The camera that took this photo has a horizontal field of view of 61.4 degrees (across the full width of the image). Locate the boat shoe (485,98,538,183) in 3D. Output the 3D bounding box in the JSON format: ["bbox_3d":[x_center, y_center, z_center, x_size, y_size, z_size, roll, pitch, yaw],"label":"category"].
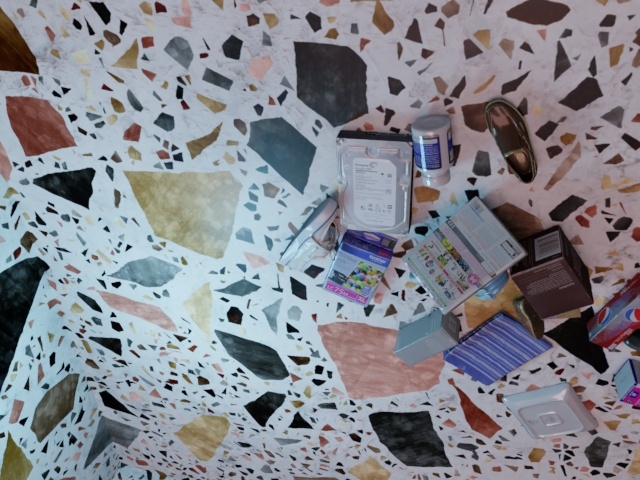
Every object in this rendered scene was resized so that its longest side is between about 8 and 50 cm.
[{"bbox_3d":[0.534,-0.268,1.482,0.095,0.095,0.257,-25,115,32],"label":"boat shoe"}]

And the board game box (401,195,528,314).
[{"bbox_3d":[0.436,0.048,1.648,0.303,0.097,0.224,-41,74,19],"label":"board game box"}]

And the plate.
[{"bbox_3d":[0.905,0.691,2.126,0.278,0.045,0.277,-26,115,33],"label":"plate"}]

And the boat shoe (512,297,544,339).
[{"bbox_3d":[0.719,0.268,1.860,0.178,0.064,0.060,57,157,-21],"label":"boat shoe"}]

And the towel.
[{"bbox_3d":[0.648,0.414,2.005,0.243,0.040,0.336,34,129,-9],"label":"towel"}]

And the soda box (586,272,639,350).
[{"bbox_3d":[0.970,0.231,1.717,0.083,0.092,0.263,25,131,0],"label":"soda box"}]

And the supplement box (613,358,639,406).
[{"bbox_3d":[1.158,0.513,1.859,0.220,0.114,0.111,15,129,5],"label":"supplement box"}]

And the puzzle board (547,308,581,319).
[{"bbox_3d":[0.807,0.227,1.825,0.128,0.011,0.096,-8,124,25],"label":"puzzle board"}]

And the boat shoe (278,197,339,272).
[{"bbox_3d":[-0.003,0.006,1.854,0.156,0.136,0.367,33,132,-7],"label":"boat shoe"}]

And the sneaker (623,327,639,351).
[{"bbox_3d":[1.142,0.285,1.704,0.340,0.125,0.140,-4,106,17],"label":"sneaker"}]

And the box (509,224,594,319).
[{"bbox_3d":[0.707,0.099,1.657,0.167,0.168,0.203,-27,113,33],"label":"box"}]

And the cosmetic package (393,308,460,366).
[{"bbox_3d":[0.394,0.357,1.993,0.107,0.127,0.238,44,125,-16],"label":"cosmetic package"}]

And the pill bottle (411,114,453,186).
[{"bbox_3d":[0.326,-0.254,1.554,0.112,0.112,0.187,0,125,19],"label":"pill bottle"}]

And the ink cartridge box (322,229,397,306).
[{"bbox_3d":[0.136,0.092,1.921,0.185,0.065,0.311,22,128,1],"label":"ink cartridge box"}]

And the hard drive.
[{"bbox_3d":[0.173,-0.176,1.700,0.236,0.064,0.339,7,127,14],"label":"hard drive"}]

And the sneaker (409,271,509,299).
[{"bbox_3d":[0.472,0.134,1.795,0.319,0.127,0.208,-20,116,31],"label":"sneaker"}]
